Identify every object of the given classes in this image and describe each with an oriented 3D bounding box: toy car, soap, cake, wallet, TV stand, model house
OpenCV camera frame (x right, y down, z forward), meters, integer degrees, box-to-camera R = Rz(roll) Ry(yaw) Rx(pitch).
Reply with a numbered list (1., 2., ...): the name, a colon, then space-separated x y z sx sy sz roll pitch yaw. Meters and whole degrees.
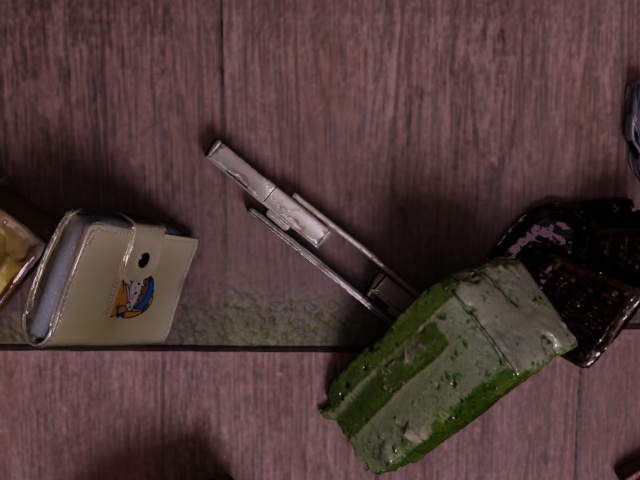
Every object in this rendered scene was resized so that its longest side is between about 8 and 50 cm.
1. toy car: 0.281 -0.094 0.945 0.025 0.041 0.093 -2 96 -3
2. soap: -0.297 0.064 0.855 0.076 0.135 0.233 35 92 -9
3. cake: 0.100 0.108 0.894 0.099 0.235 0.100 -21 70 -38
4. wallet: -0.165 0.031 0.860 0.039 0.155 0.110 24 96 25
5. TV stand: 0.000 0.000 0.929 0.249 0.036 0.042 39 93 -9
6. model house: 0.221 0.030 0.902 0.106 0.152 0.165 33 94 -15

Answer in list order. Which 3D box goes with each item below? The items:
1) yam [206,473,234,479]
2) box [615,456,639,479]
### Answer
1. yam: -0.084 0.340 0.904 0.161 0.161 0.268 -27 101 -2
2. box: 0.417 0.258 0.982 0.215 0.086 0.215 -29 100 -2
